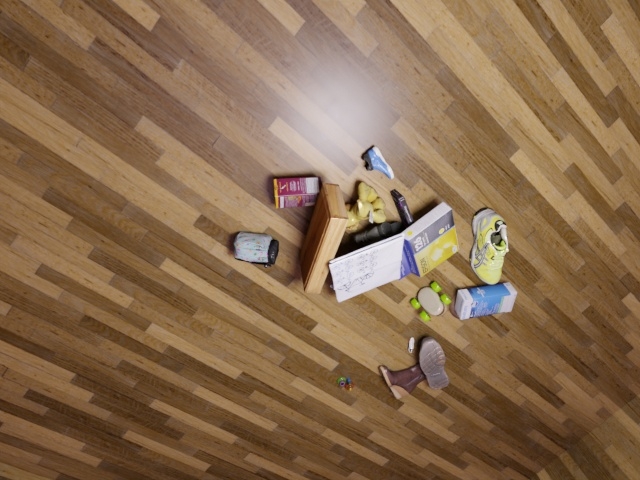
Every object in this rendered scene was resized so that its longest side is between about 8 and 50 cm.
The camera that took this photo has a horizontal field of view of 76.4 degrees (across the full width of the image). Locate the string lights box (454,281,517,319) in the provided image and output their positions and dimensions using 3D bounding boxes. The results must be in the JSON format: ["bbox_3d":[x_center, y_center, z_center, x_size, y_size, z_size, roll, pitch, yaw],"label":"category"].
[{"bbox_3d":[0.785,0.289,1.940,0.259,0.077,0.134,-7,127,-5],"label":"string lights box"}]

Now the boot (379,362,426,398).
[{"bbox_3d":[0.434,0.698,2.136,0.206,0.090,0.249,-34,114,-6],"label":"boot"}]

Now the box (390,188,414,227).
[{"bbox_3d":[0.349,-0.129,1.714,0.029,0.116,0.162,-28,116,2],"label":"box"}]

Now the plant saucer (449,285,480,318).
[{"bbox_3d":[0.740,0.319,2.023,0.198,0.036,0.199,-3,114,-7],"label":"plant saucer"}]

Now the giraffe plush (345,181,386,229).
[{"bbox_3d":[0.153,-0.111,1.678,0.170,0.210,0.181,-29,114,36],"label":"giraffe plush"}]

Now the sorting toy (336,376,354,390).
[{"bbox_3d":[0.136,0.751,2.119,0.101,0.042,0.061,31,106,-20],"label":"sorting toy"}]

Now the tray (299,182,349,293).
[{"bbox_3d":[0.000,0.000,1.597,0.076,0.203,0.411,4,134,-15],"label":"tray"}]

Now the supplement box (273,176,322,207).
[{"bbox_3d":[-0.089,-0.190,1.613,0.187,0.081,0.104,-5,159,-7],"label":"supplement box"}]

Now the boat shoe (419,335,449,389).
[{"bbox_3d":[0.561,0.611,2.077,0.132,0.130,0.356,-16,121,2],"label":"boat shoe"}]

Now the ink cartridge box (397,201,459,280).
[{"bbox_3d":[0.445,0.029,1.746,0.307,0.072,0.304,-37,139,-5],"label":"ink cartridge box"}]

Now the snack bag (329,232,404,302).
[{"bbox_3d":[0.193,0.129,1.664,0.322,0.037,0.343,-21,145,-9],"label":"snack bag"}]

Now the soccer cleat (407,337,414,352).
[{"bbox_3d":[0.465,0.535,2.076,0.029,0.036,0.084,4,114,-10],"label":"soccer cleat"}]

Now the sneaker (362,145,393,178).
[{"bbox_3d":[0.228,-0.296,1.650,0.084,0.058,0.152,-36,110,2],"label":"sneaker"}]

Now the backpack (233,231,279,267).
[{"bbox_3d":[-0.269,0.033,1.688,0.181,0.152,0.115,8,108,1],"label":"backpack"}]

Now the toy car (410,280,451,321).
[{"bbox_3d":[0.556,0.308,1.962,0.155,0.149,0.188,-43,142,15],"label":"toy car"}]

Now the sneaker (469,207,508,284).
[{"bbox_3d":[0.771,0.051,1.845,0.145,0.147,0.385,-19,118,-2],"label":"sneaker"}]

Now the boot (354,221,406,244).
[{"bbox_3d":[0.263,-0.022,1.765,0.161,0.084,0.246,-21,161,38],"label":"boot"}]
